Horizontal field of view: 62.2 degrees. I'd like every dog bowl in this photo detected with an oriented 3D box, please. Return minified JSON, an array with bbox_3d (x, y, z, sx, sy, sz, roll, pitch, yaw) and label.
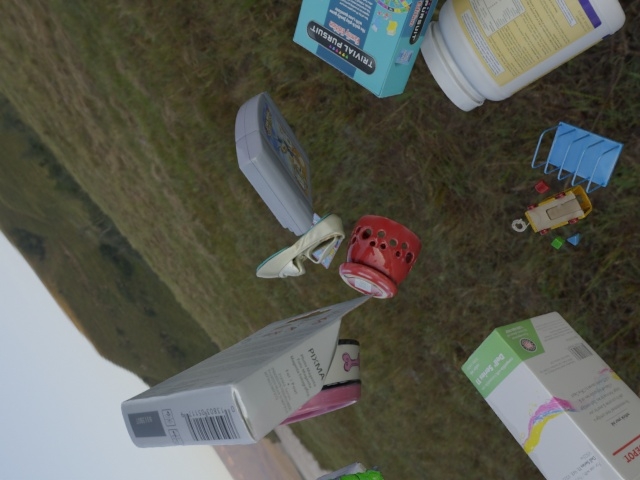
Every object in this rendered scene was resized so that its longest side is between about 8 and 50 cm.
[{"bbox_3d":[-0.074,0.392,1.392,0.408,0.407,0.151,98,157,-68],"label":"dog bowl"}]

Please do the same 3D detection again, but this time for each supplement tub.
[{"bbox_3d":[0.392,-0.436,1.068,0.331,0.241,0.241,-29,96,34],"label":"supplement tub"}]

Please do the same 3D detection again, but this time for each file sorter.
[{"bbox_3d":[0.651,-0.213,1.364,0.170,0.104,0.118,38,137,39],"label":"file sorter"}]

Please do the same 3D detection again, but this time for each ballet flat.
[{"bbox_3d":[-0.043,0.034,1.256,0.086,0.248,0.086,48,-166,-16],"label":"ballet flat"}]

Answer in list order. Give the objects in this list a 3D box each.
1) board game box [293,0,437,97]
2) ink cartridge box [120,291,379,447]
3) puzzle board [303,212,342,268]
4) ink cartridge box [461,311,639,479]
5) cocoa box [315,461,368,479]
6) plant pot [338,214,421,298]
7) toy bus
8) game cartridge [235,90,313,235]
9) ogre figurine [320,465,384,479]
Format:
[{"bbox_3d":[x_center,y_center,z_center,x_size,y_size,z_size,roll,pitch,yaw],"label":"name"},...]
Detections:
[{"bbox_3d":[0.095,-0.476,0.965,0.253,0.079,0.336,42,134,27],"label":"board game box"},{"bbox_3d":[-0.058,0.133,0.554,0.189,0.232,0.066,-21,86,40],"label":"ink cartridge box"},{"bbox_3d":[0.000,0.000,1.408,0.128,0.011,0.097,45,117,38],"label":"puzzle board"},{"bbox_3d":[0.428,0.299,0.872,0.354,0.207,0.119,55,133,34],"label":"ink cartridge box"},{"bbox_3d":[0.025,0.707,1.140,0.228,0.347,0.231,45,137,3],"label":"cocoa box"},{"bbox_3d":[0.156,0.052,1.426,0.191,0.174,0.191,22,161,8],"label":"plant pot"},{"bbox_3d":[0.734,-0.094,1.656,0.202,0.104,0.191,29,129,32],"label":"toy bus"},{"bbox_3d":[-0.085,-0.163,1.002,0.297,0.062,0.198,-95,-21,-54],"label":"game cartridge"},{"bbox_3d":[0.089,0.492,0.933,0.097,0.118,0.197,63,173,-33],"label":"ogre figurine"}]
